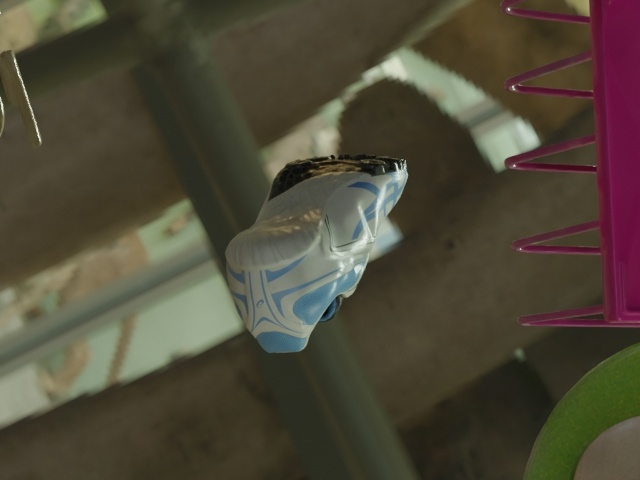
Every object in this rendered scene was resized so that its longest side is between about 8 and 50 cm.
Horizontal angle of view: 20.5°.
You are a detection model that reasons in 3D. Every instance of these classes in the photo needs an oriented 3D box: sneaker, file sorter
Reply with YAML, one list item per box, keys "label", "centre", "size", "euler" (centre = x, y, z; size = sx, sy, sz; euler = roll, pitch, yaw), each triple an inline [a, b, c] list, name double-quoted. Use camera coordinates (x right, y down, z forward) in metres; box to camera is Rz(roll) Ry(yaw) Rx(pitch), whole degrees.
- label: "sneaker"
  centre: [0.000, 0.000, 1.203]
  size: [0.237, 0.085, 0.086]
  euler: [-48, 136, -59]
- label: "file sorter"
  centre: [0.269, -0.071, 1.464]
  size: [0.182, 0.202, 0.290]
  euler: [-14, -104, 63]

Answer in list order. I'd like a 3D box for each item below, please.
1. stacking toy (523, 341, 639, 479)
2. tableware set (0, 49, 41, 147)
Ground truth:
- label: "stacking toy"
  centre: [0.116, 0.166, 0.526]
  size: [0.279, 0.309, 0.130]
  euler: [46, 1, 29]
- label: "tableware set"
  centre: [-0.294, -0.141, 1.296]
  size: [0.039, 0.128, 0.194]
  euler: [-61, 142, -56]
